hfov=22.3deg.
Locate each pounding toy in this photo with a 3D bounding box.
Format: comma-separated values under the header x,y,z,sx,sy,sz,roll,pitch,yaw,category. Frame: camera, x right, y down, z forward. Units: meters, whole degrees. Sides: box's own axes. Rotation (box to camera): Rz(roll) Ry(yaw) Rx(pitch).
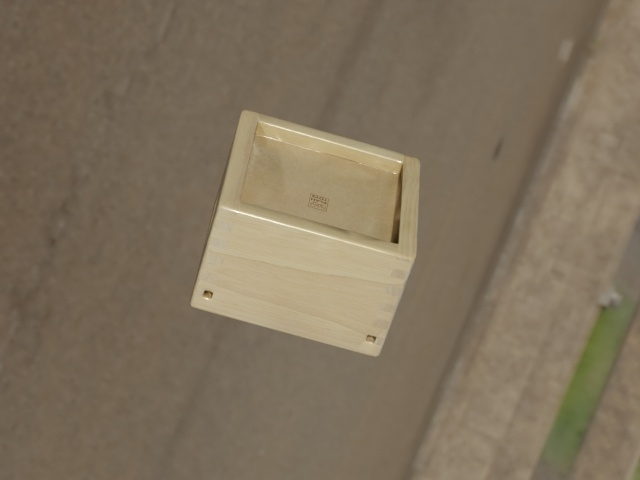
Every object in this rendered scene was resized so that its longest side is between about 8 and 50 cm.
x,y,z,sx,sy,sz,roll,pitch,yaw,category
0.000,0.000,0.946,0.141,0.130,0.100,-82,-171,-57,pounding toy
